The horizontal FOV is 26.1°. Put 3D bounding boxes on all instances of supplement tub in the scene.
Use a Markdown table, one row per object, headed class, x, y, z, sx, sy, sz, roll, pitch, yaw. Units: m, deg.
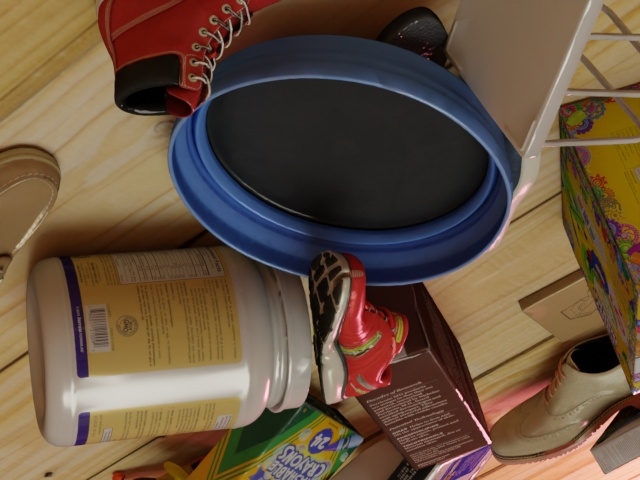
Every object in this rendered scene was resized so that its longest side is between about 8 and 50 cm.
| class | x | y | z | sx | sy | sz | roll | pitch | yaw |
| --- | --- | --- | --- | --- | --- | --- | --- | --- | --- |
| supplement tub | -0.197 | 0.130 | 1.763 | 0.331 | 0.241 | 0.241 | -4 | 145 | -18 |

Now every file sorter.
| class | x | y | z | sx | sy | sz | roll | pitch | yaw |
| --- | --- | --- | --- | --- | --- | --- | --- | --- | --- |
| file sorter | 0.275 | -0.251 | 1.386 | 0.173 | 0.193 | 0.278 | -3 | 132 | -25 |

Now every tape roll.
| class | x | y | z | sx | sy | sz | roll | pitch | yaw |
| --- | --- | --- | --- | --- | --- | --- | --- | --- | --- |
| tape roll | 0.023 | 0.508 | 2.402 | 0.392 | 0.072 | 0.392 | -42 | 161 | -18 |

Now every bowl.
| class | x | y | z | sx | sy | sz | roll | pitch | yaw |
| --- | --- | --- | --- | --- | --- | --- | --- | --- | --- |
| bowl | 0.025 | -0.085 | 1.570 | 0.391 | 0.077 | 0.391 | 8 | 146 | 5 |

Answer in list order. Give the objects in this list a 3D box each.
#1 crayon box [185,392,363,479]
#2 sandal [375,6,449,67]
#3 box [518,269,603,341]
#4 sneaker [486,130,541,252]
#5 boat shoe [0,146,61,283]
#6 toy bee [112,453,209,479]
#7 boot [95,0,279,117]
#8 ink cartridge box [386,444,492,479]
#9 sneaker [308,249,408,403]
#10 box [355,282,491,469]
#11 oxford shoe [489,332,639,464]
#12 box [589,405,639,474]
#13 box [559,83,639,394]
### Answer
| class | x | y | z | sx | sy | sz | roll | pitch | yaw |
| --- | --- | --- | --- | --- | --- | --- | --- | --- | --- |
| crayon box | -0.101 | 0.387 | 2.211 | 0.323 | 0.083 | 0.203 | -49 | 142 | 2 |
| sandal | 0.093 | -0.190 | 1.575 | 0.097 | 0.054 | 0.254 | -24 | 158 | -6 |
| box | 0.431 | 0.085 | 2.160 | 0.201 | 0.021 | 0.164 | -29 | 145 | 21 |
| sneaker | 0.166 | -0.079 | 1.701 | 0.148 | 0.131 | 0.350 | -12 | 148 | -13 |
| boat shoe | -0.417 | 0.036 | 1.608 | 0.341 | 0.110 | 0.121 | -45 | 139 | 15 |
| toy bee | -0.264 | 0.427 | 2.295 | 0.298 | 0.162 | 0.195 | -20 | 148 | -42 |
| boot | -0.093 | -0.206 | 1.363 | 0.244 | 0.176 | 0.088 | -18 | 146 | 1 |
| ink cartridge box | 0.201 | 0.407 | 2.389 | 0.176 | 0.069 | 0.371 | -55 | 158 | 15 |
| sneaker | 0.049 | 0.099 | 1.701 | 0.118 | 0.107 | 0.279 | -9 | 146 | -5 |
| box | 0.124 | 0.175 | 2.011 | 0.143 | 0.191 | 0.381 | -20 | 147 | 8 |
| oxford shoe | 0.427 | 0.243 | 2.327 | 0.397 | 0.140 | 0.146 | -36 | 121 | 23 |
| box | 0.601 | 0.281 | 2.351 | 0.232 | 0.058 | 0.322 | -33 | 174 | 25 |
| box | 0.435 | -0.005 | 1.778 | 0.177 | 0.290 | 0.279 | -17 | 148 | 0 |
